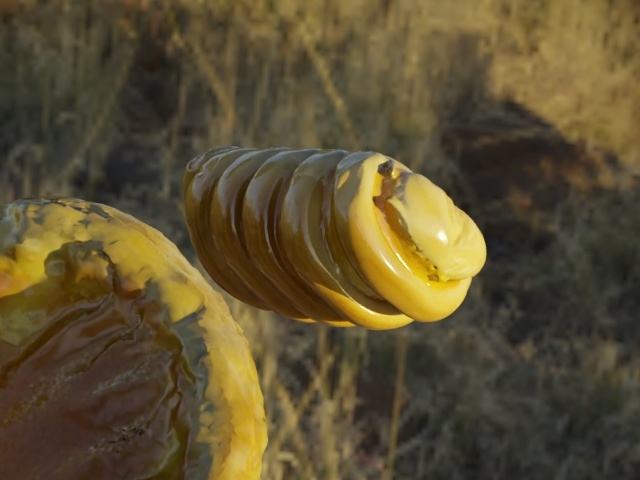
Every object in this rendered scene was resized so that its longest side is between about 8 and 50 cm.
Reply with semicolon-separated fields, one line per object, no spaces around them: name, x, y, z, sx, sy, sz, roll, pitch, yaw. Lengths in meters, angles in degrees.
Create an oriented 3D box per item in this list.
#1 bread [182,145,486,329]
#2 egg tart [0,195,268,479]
bread;0.000;0.000;1.518;0.311;0.173;0.121;4;55;56
egg tart;-0.212;0.148;1.110;0.387;0.169;0.388;-4;57;7
